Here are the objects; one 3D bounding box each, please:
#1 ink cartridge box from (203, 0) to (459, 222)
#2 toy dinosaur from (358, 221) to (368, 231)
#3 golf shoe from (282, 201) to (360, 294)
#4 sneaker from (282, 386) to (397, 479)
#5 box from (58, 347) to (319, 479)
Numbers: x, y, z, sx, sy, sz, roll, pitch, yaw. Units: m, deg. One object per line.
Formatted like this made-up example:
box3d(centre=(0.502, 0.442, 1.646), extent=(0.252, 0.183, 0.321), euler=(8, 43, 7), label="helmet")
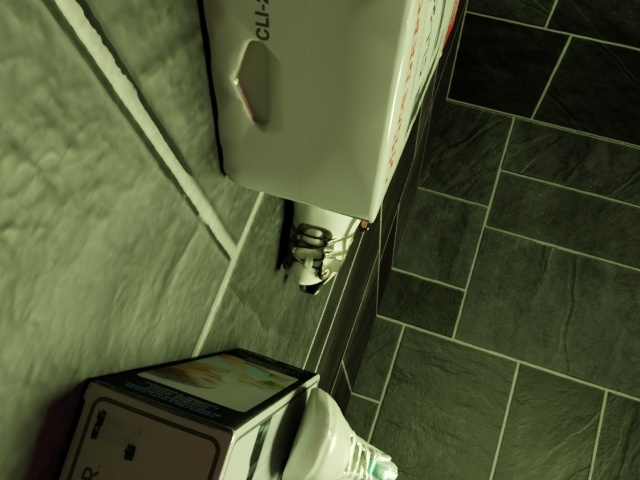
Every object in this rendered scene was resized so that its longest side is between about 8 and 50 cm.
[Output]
box3d(centre=(0.033, -0.180, 0.415), extent=(0.197, 0.114, 0.273), euler=(94, 18, -52), label="ink cartridge box")
box3d(centre=(0.064, -0.033, 0.945), extent=(0.082, 0.090, 0.047), euler=(-6, 134, -45), label="toy dinosaur")
box3d(centre=(0.000, 0.000, 0.632), extent=(0.198, 0.077, 0.094), euler=(79, 30, -66), label="golf shoe")
box3d(centre=(0.023, 0.190, 0.518), extent=(0.212, 0.094, 0.080), euler=(85, 26, -63), label="sneaker")
box3d(centre=(-0.086, 0.180, 0.440), extent=(0.290, 0.087, 0.169), euler=(42, 65, -78), label="box")
